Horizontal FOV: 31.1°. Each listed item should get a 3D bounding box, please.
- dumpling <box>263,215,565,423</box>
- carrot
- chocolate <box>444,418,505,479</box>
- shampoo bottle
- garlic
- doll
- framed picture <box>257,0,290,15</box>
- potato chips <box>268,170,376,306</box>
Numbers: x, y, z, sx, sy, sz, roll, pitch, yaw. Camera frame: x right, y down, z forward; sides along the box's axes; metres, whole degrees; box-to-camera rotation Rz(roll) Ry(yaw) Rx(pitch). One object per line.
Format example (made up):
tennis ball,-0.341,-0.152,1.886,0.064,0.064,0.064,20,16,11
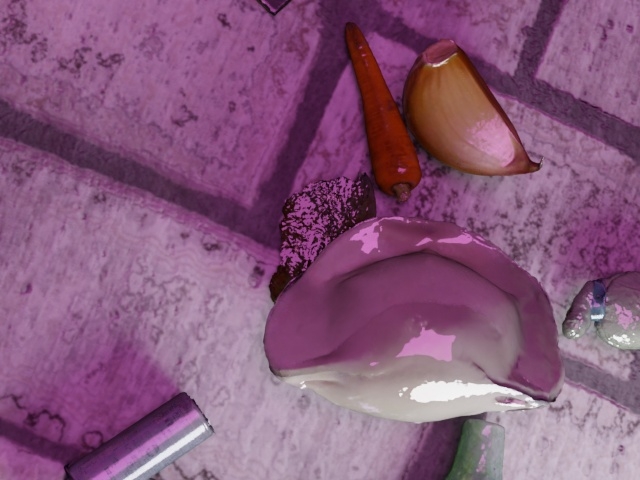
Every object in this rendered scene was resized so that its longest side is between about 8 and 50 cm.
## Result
dumpling,0.115,0.093,1.409,0.341,0.181,0.260,-6,59,16
carrot,0.076,-0.167,1.498,0.061,0.061,0.257,-13,74,-13
chocolate,0.175,0.366,1.407,0.110,0.110,0.291,16,76,-9
shampoo bottle,-0.231,0.261,1.356,0.214,0.072,0.072,-33,89,-14
garlic,0.191,-0.159,1.488,0.207,0.128,0.115,47,32,-5
doll,0.414,0.090,1.509,0.214,0.071,0.104,-6,84,-16
framed picture,-0.038,-0.490,1.541,0.244,0.013,0.324,45,75,-2
potato chips,0.000,0.000,1.466,0.209,0.026,0.142,-42,89,-15
